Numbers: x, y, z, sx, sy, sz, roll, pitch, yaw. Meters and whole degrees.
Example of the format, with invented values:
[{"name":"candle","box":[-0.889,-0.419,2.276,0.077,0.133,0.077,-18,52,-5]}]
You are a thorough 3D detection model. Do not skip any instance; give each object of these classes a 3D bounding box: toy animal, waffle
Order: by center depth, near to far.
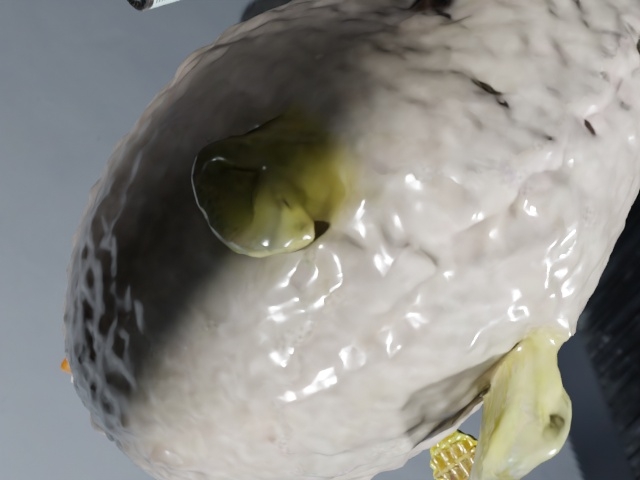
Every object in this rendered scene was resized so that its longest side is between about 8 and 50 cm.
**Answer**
[{"name":"toy animal","box":[-0.005,0.004,0.571,0.188,0.358,0.226,42,35,-17]},{"name":"waffle","box":[0.099,0.159,0.838,0.016,0.085,0.078,-27,45,-30]}]

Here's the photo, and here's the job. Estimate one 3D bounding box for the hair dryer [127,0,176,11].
[{"name":"hair dryer","box":[-0.116,-0.293,1.063,0.155,0.044,0.183,-26,99,-37]}]
